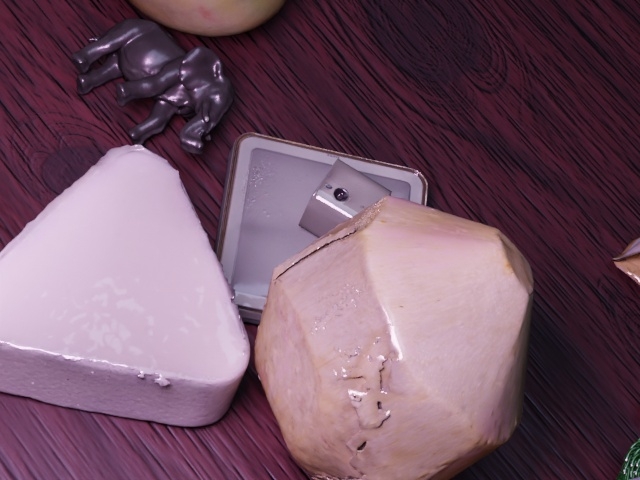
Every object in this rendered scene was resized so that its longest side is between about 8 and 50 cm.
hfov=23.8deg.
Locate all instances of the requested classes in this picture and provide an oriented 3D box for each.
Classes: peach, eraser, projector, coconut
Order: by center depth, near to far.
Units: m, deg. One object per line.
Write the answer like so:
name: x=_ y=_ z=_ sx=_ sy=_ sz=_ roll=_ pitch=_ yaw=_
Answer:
coconut: x=0.094 y=0.119 z=1.703 sx=0.352 sy=0.352 sz=0.353 roll=7 pitch=58 yaw=-12
eraser: x=-0.239 y=0.044 z=1.801 sx=0.331 sy=0.150 sz=0.331 roll=6 pitch=61 yaw=-11
projector: x=0.031 y=-0.040 z=1.905 sx=0.082 sy=0.083 sz=0.083 roll=31 pitch=56 yaw=3
peach: x=-0.156 y=-0.415 z=2.048 sx=0.292 sy=0.247 sz=0.292 roll=-5 pitch=68 yaw=12

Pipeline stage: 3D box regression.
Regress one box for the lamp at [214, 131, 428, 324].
lamp: x=0.000 y=0.000 z=1.952 sx=0.269 sy=0.047 sz=0.266 roll=12 pitch=57 yaw=-8

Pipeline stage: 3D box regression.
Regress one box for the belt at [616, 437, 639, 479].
belt: x=0.424 y=0.316 z=1.868 sx=0.121 sy=0.079 sz=0.151 roll=11 pitch=46 yaw=3

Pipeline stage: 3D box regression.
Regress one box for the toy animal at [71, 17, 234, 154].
toy animal: x=-0.211 y=-0.207 z=1.976 sx=0.146 sy=0.114 sz=0.245 roll=-33 pitch=73 yaw=-29

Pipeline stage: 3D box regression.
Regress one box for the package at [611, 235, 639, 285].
package: x=0.588 y=-0.013 z=2.056 sx=0.311 sy=0.221 sz=0.165 roll=-40 pitch=97 yaw=-30
